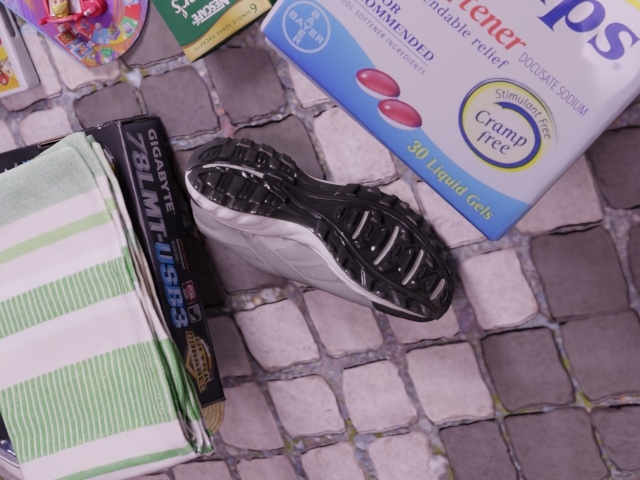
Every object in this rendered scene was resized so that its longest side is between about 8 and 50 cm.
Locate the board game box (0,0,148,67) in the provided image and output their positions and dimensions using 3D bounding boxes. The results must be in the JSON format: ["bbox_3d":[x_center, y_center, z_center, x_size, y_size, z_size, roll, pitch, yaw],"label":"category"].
[{"bbox_3d":[-0.244,-0.242,1.431,0.168,0.033,0.133,38,121,2],"label":"board game box"}]

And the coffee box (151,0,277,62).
[{"bbox_3d":[-0.120,-0.265,1.357,0.113,0.040,0.184,-27,99,35],"label":"coffee box"}]

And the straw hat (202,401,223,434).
[{"bbox_3d":[-0.176,0.165,1.582,0.144,0.061,0.145,12,119,23],"label":"straw hat"}]

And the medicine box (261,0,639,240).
[{"bbox_3d":[0.147,-0.198,1.181,0.263,0.149,0.289,42,126,4],"label":"medicine box"}]

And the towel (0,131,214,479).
[{"bbox_3d":[-0.251,0.082,1.470,0.247,0.038,0.325,-21,89,33],"label":"towel"}]

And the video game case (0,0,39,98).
[{"bbox_3d":[-0.413,-0.228,1.542,0.227,0.026,0.206,-11,108,31],"label":"video game case"}]

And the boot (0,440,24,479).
[{"bbox_3d":[-0.337,0.206,1.682,0.190,0.069,0.086,18,123,22],"label":"boot"}]

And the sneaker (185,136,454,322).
[{"bbox_3d":[0.000,0.000,1.401,0.271,0.100,0.108,27,147,11],"label":"sneaker"}]

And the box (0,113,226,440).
[{"bbox_3d":[-0.259,0.045,1.529,0.293,0.073,0.296,-12,94,31],"label":"box"}]
